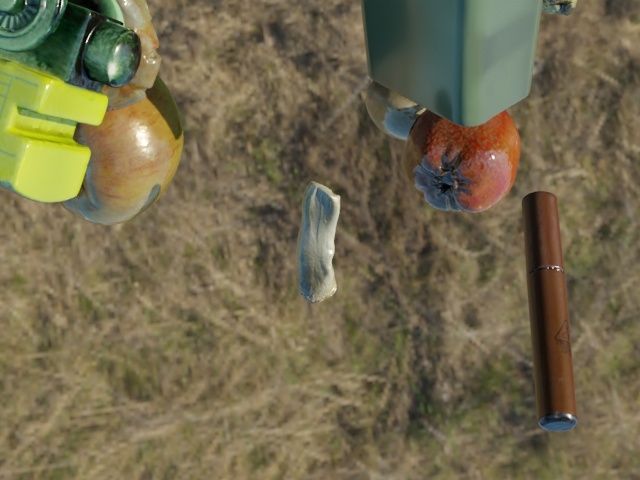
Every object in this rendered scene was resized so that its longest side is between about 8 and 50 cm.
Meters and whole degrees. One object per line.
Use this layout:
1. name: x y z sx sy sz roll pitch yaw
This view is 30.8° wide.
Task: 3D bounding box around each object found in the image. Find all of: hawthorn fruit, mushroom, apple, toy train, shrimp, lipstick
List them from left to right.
1. toy train: -0.411 -0.199 1.254 0.442 0.272 0.179 21 -174 17
2. shrimp: -0.278 -0.290 1.369 0.154 0.062 0.294 -6 113 3
3. apple: -0.316 -0.156 1.720 0.194 0.261 0.261 -37 179 -44
4. mushroom: -0.003 -0.001 1.589 0.059 0.054 0.202 9 130 8
5. mushroom: 0.198 -0.303 2.320 0.207 0.207 0.215 1 116 -27
6. hawthorn fruit: 0.271 -0.174 2.095 0.210 0.262 0.210 24 142 20
7. lipstick: 0.321 0.094 1.640 0.057 0.356 0.057 1 150 0

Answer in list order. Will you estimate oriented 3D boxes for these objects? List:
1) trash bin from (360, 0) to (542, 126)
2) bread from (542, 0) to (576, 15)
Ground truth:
1. trash bin: 0.151 -0.333 1.402 0.158 0.223 0.343 -31 138 -30
2. bread: 0.252 -0.434 1.597 0.163 0.262 0.204 -15 172 18
